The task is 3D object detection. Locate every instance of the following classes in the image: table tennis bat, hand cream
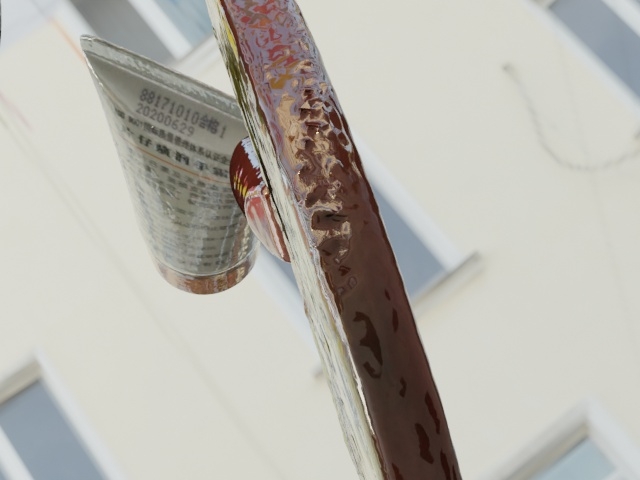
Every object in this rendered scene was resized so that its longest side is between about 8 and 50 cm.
[{"bbox_3d":[0.000,0.000,0.803,0.051,0.415,0.268,-18,-79,-3],"label":"table tennis bat"},{"bbox_3d":[-0.091,-0.048,1.263,0.314,0.139,0.089,99,-164,-74],"label":"hand cream"}]
